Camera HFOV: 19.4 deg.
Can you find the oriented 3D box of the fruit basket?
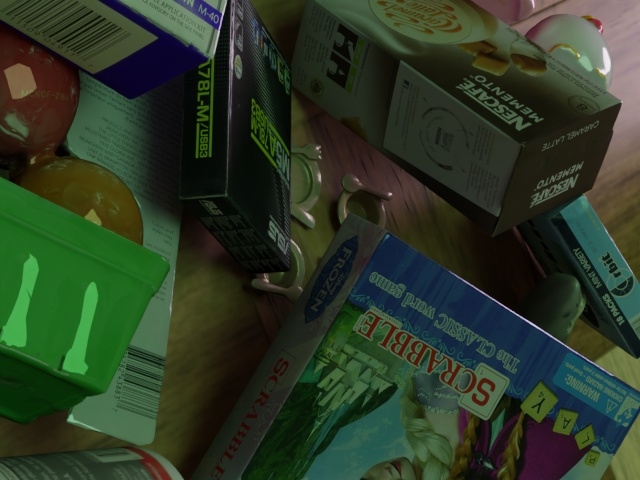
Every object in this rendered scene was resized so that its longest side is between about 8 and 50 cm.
[{"bbox_3d":[-0.238,-0.056,1.360,0.327,0.165,0.353,27,49,-34],"label":"fruit basket"}]

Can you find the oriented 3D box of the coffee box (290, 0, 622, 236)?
[{"bbox_3d":[0.111,-0.125,1.585,0.141,0.246,0.098,-24,142,-40],"label":"coffee box"}]

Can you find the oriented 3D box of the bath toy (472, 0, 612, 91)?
[{"bbox_3d":[0.152,-0.261,1.733,0.348,0.151,0.129,47,17,-23],"label":"bath toy"}]

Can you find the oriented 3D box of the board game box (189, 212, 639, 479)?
[{"bbox_3d":[0.069,0.189,1.512,0.319,0.066,0.318,31,89,-31],"label":"board game box"}]

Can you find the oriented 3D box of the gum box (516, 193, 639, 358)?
[{"bbox_3d":[0.232,0.014,1.704,0.041,0.184,0.157,-35,106,-4],"label":"gum box"}]

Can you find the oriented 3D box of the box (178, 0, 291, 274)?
[{"bbox_3d":[-0.064,-0.087,1.483,0.190,0.045,0.184,55,31,-66],"label":"box"}]

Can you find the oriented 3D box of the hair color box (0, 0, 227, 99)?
[{"bbox_3d":[-0.144,-0.297,1.367,0.185,0.110,0.338,30,55,-33],"label":"hair color box"}]

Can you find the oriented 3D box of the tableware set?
[{"bbox_3d":[0.000,0.000,1.609,0.141,0.020,0.168,23,67,-35],"label":"tableware set"}]

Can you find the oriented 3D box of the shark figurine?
[{"bbox_3d":[0.175,0.155,1.697,0.116,0.166,0.278,-6,103,-16],"label":"shark figurine"}]

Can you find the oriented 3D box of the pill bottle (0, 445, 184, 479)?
[{"bbox_3d":[-0.231,0.229,1.269,0.283,0.161,0.161,-1,81,-40],"label":"pill bottle"}]
